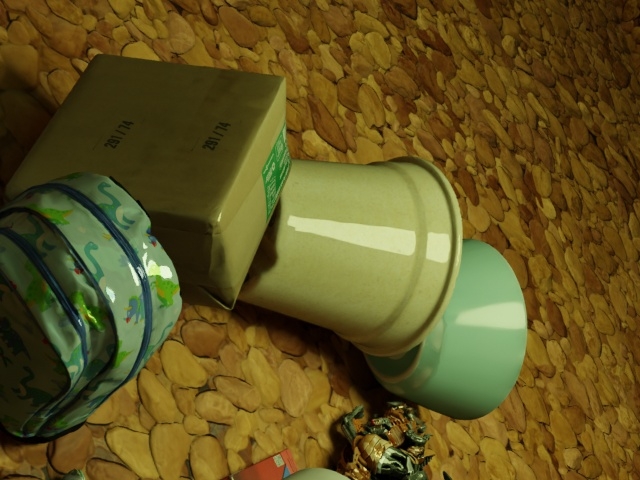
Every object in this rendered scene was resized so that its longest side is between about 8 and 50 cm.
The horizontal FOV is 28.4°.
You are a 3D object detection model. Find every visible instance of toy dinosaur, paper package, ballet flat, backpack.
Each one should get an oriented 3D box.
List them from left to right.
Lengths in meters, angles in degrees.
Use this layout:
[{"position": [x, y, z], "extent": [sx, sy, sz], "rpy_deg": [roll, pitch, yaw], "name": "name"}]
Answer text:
[{"position": [-0.312, 0.073, 1.470], "extent": [0.273, 0.355, 0.290], "rpy_deg": [-25, 86, -55], "name": "backpack"}, {"position": [-0.295, 0.343, 1.579], "extent": [0.041, 0.041, 0.114], "rpy_deg": [-20, 81, -55], "name": "ballet flat"}, {"position": [-0.220, -0.085, 1.725], "extent": [0.325, 0.309, 0.168], "rpy_deg": [-70, 164, -46], "name": "paper package"}, {"position": [0.096, 0.373, 1.994], "extent": [0.218, 0.164, 0.322], "rpy_deg": [46, 53, 5], "name": "toy dinosaur"}]

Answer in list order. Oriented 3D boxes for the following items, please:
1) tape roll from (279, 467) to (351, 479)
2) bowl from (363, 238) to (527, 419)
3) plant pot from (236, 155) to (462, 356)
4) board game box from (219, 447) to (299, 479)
[{"position": [-0.032, 0.436, 1.633], "extent": [0.169, 0.246, 0.246], "rpy_deg": [-19, 81, -45], "name": "tape roll"}, {"position": [0.181, 0.146, 2.117], "extent": [0.163, 0.311, 0.311], "rpy_deg": [5, 61, -35], "name": "bowl"}, {"position": [0.000, 0.000, 1.990], "extent": [0.305, 0.334, 0.334], "rpy_deg": [12, 56, -35], "name": "plant pot"}, {"position": [-0.038, 0.452, 1.829], "extent": [0.145, 0.027, 0.281], "rpy_deg": [-15, 77, -53], "name": "board game box"}]
